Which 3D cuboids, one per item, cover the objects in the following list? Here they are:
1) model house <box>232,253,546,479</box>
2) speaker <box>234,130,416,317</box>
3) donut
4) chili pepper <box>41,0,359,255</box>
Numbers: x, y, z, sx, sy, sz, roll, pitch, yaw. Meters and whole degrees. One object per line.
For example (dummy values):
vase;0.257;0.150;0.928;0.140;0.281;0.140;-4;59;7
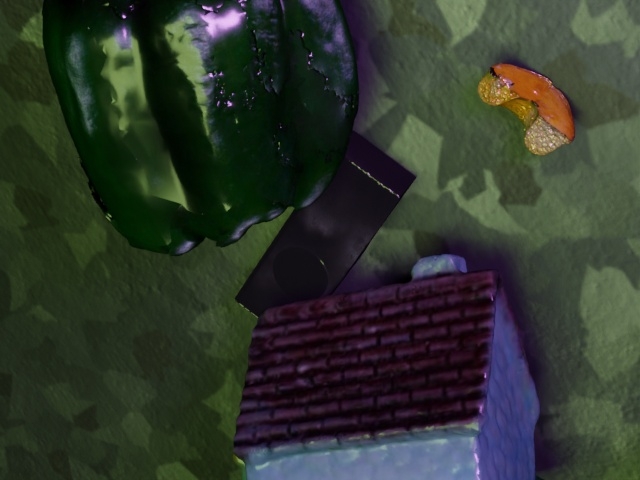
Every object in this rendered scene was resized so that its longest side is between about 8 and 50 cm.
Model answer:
model house;0.061;0.151;1.242;0.281;0.230;0.248;-10;77;25
speaker;0.000;0.000;1.265;0.082;0.044;0.218;37;125;3
donut;0.173;-0.113;1.119;0.083;0.067;0.038;15;147;-22
chili pepper;-0.109;-0.127;1.133;0.249;0.233;0.256;0;109;35
